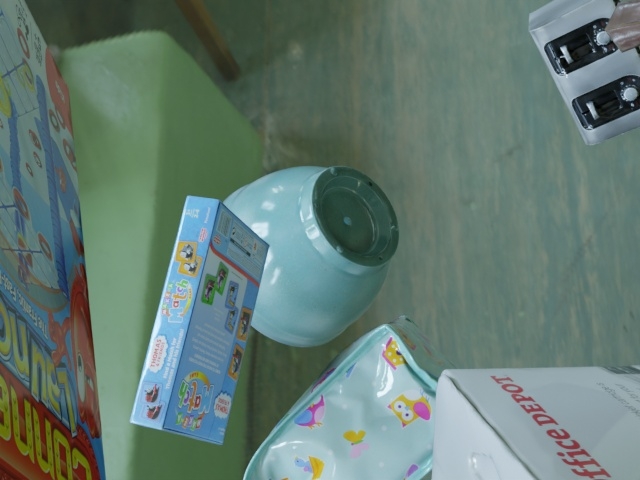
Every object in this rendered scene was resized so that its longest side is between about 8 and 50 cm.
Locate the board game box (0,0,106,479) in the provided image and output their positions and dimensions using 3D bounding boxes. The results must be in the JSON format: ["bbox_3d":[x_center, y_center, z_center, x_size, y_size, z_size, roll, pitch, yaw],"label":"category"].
[{"bbox_3d":[-0.180,-0.021,0.458,0.086,0.308,0.302,-12,64,-1],"label":"board game box"}]

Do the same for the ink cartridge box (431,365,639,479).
[{"bbox_3d":[0.314,0.220,0.858,0.395,0.285,0.166,1,104,-12],"label":"ink cartridge box"}]

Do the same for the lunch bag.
[{"bbox_3d":[0.036,0.217,1.099,0.160,0.223,0.262,43,95,9],"label":"lunch bag"}]

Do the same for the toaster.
[{"bbox_3d":[0.340,-0.229,1.315,0.110,0.168,0.185,-24,17,20],"label":"toaster"}]

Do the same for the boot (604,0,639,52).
[{"bbox_3d":[0.350,-0.207,1.111,0.114,0.037,0.106,-5,79,52],"label":"boot"}]

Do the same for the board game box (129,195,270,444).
[{"bbox_3d":[-0.110,0.082,1.018,0.039,0.160,0.211,8,77,17],"label":"board game box"}]

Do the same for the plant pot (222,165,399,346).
[{"bbox_3d":[0.000,0.000,1.689,0.196,0.293,0.293,-34,49,45],"label":"plant pot"}]
